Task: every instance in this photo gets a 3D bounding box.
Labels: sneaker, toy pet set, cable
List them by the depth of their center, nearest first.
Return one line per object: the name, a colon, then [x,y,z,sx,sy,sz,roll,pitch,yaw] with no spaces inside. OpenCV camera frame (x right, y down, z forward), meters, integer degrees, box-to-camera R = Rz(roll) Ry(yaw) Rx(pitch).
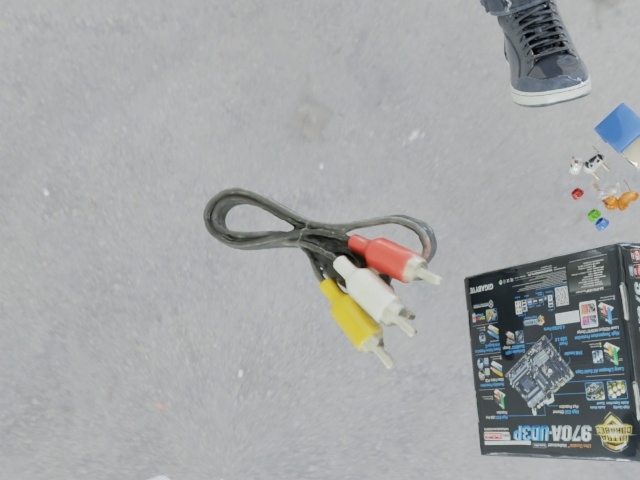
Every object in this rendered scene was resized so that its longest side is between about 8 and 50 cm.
cable: [0.000,0.000,1.014,0.287,0.072,0.139,33,97,23]
toy pet set: [0.311,-0.087,1.092,0.065,0.122,0.114,42,103,-14]
sneaker: [0.232,-0.246,1.099,0.086,0.226,0.163,-14,115,5]

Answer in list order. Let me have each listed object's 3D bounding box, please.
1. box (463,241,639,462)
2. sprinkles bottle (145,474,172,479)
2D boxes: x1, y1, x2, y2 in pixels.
box: [0.214,0.103,0.880,0.051,0.220,0.175,0,80,-27]
sprinkles bottle: [-0.271,0.318,0.831,0.355,0.121,0.121,-23,80,-2]
